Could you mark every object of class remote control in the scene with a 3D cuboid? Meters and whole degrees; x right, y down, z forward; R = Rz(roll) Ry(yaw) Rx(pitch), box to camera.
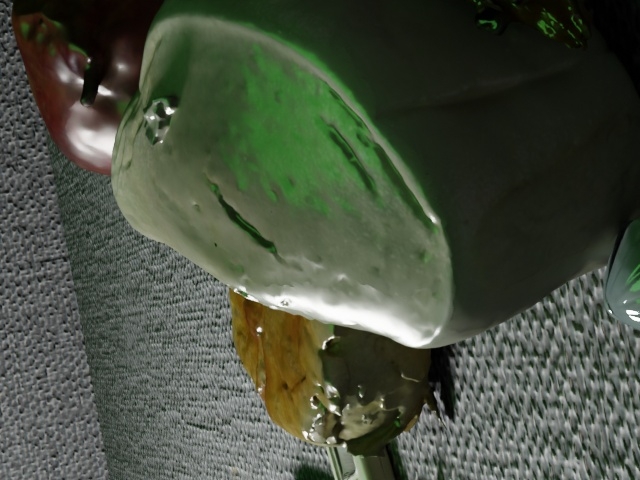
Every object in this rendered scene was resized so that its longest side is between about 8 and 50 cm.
[{"bbox_3d":[0.040,0.232,1.730,0.078,0.042,0.221,-48,51,51],"label":"remote control"}]

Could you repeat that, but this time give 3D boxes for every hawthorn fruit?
[{"bbox_3d":[-0.169,-0.194,1.693,0.308,0.325,0.308,-2,88,47],"label":"hawthorn fruit"}]

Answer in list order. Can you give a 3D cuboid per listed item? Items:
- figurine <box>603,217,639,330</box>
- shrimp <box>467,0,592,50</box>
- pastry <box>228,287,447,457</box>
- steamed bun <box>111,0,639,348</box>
[{"bbox_3d":[0.218,0.025,1.030,0.086,0.082,0.094,-27,90,55],"label":"figurine"},{"bbox_3d":[0.085,-0.210,1.041,0.294,0.154,0.062,57,142,31],"label":"shrimp"},{"bbox_3d":[0.005,0.038,1.583,0.330,0.136,0.329,171,90,-70],"label":"pastry"},{"bbox_3d":[0.023,-0.098,1.143,0.383,0.247,0.236,20,127,46],"label":"steamed bun"}]
